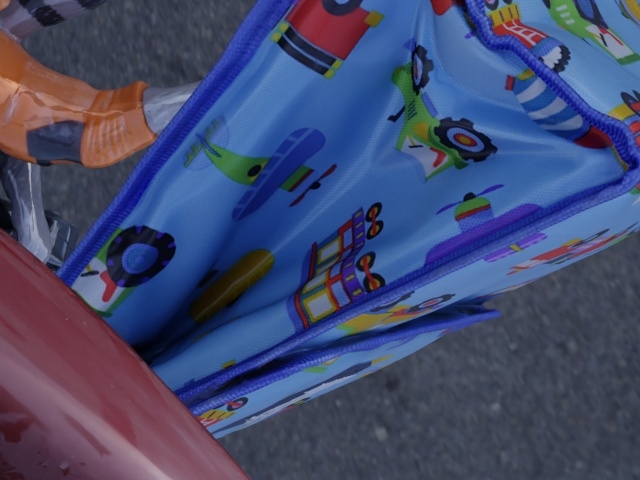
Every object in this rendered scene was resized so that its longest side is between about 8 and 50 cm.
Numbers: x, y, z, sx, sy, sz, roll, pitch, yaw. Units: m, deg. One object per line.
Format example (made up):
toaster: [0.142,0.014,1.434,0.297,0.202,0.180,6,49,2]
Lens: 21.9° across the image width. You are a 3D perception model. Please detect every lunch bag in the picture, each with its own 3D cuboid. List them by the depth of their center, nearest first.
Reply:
lunch bag: [0.000,0.000,0.641,0.293,0.221,0.138,-39,80,23]

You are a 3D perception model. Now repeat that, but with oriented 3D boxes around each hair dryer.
hair dryer: [-0.141,0.087,0.452,0.293,0.080,0.223,-6,91,11]

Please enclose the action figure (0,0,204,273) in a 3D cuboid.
action figure: [-0.192,-0.076,1.016,0.330,0.178,0.341,-13,153,33]
